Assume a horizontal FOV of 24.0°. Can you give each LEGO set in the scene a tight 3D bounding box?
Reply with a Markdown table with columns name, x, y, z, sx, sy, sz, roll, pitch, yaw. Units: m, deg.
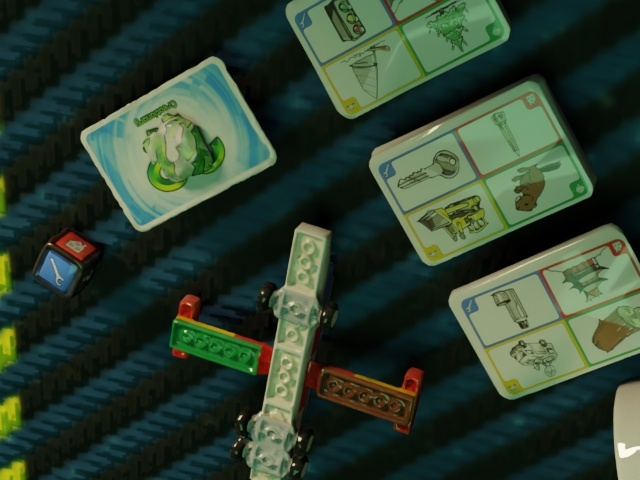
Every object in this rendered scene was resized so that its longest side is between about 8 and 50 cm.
| name | x | y | z | sx | sy | sz | roll | pitch | yaw |
| --- | --- | --- | --- | --- | --- | --- | --- | --- | --- |
| LEGO set | 0.000 | 0.000 | 0.625 | 0.244 | 0.060 | 0.182 | -26 | 100 | 27 |

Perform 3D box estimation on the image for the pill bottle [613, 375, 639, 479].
| name | x | y | z | sx | sy | sz | roll | pitch | yaw |
| --- | --- | --- | --- | --- | --- | --- | --- | --- | --- |
| pill bottle | 0.214 | 0.075 | 0.561 | 0.193 | 0.108 | 0.108 | -12 | 118 | 22 |
